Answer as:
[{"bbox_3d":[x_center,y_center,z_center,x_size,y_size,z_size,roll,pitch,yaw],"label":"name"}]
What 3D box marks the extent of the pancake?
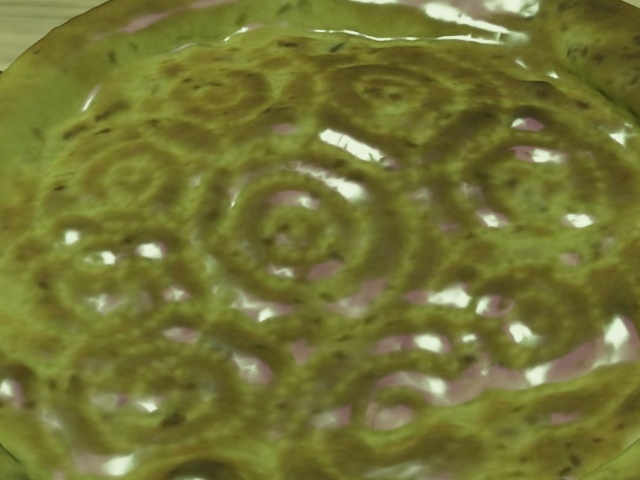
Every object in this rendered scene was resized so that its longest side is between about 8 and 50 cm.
[{"bbox_3d":[0.000,0.001,0.403,0.250,0.031,0.250,-5,45,5],"label":"pancake"}]
